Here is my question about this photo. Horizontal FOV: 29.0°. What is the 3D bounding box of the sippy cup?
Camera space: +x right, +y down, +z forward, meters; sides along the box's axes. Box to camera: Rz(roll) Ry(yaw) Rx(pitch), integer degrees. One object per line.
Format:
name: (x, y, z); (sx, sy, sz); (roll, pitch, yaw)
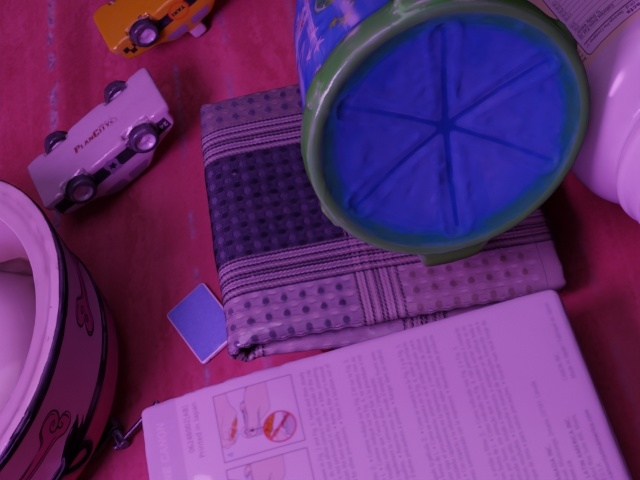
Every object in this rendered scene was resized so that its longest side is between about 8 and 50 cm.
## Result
sippy cup: (0.078, -0.144, 1.049); (0.305, 0.240, 0.224); (-59, 30, 26)

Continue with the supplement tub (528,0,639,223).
supplement tub: (0.286, -0.179, 1.108); (0.235, 0.235, 0.324); (-33, 53, 6)

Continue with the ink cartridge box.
ink cartridge box: (0.063, 0.234, 1.024); (0.385, 0.091, 0.308); (-17, 56, 3)

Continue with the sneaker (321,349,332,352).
sneaker: (0.000, 0.000, 1.242); (0.128, 0.087, 0.221); (-35, 54, 6)

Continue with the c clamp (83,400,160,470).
c clamp: (-0.254, 0.178, 1.307); (0.137, 0.022, 0.161); (-50, 54, -1)

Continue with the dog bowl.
dog bowl: (-0.387, 0.144, 1.294); (0.408, 0.150, 0.407); (-15, 57, 24)

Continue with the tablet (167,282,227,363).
tablet: (-0.123, 0.087, 1.302); (0.054, 0.006, 0.083); (-42, 51, -1)

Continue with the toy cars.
toy cars: (-0.208, -0.196, 1.467); (0.176, 0.087, 0.393); (6, 68, 35)

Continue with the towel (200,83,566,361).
towel: (0.053, -0.038, 1.214); (0.324, 0.056, 0.312); (-10, 54, -2)
